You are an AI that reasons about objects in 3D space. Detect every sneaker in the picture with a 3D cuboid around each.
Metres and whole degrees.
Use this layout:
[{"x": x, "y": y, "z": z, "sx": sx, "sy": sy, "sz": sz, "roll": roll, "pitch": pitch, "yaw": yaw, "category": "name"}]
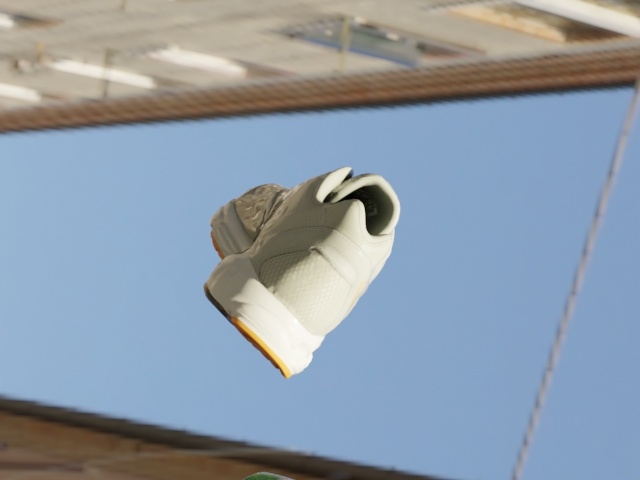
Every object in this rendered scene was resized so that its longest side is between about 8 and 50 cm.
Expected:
[{"x": 0.000, "y": 0.000, "z": 1.046, "sx": 0.121, "sy": 0.099, "sz": 0.262, "roll": -41, "pitch": -166, "yaw": 7, "category": "sneaker"}]

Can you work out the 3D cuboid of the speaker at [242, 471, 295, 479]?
[{"x": 0.043, "y": 0.308, "z": 1.335, "sx": 0.296, "sy": 0.131, "sz": 0.131, "roll": 27, "pitch": -74, "yaw": 28, "category": "speaker"}]
